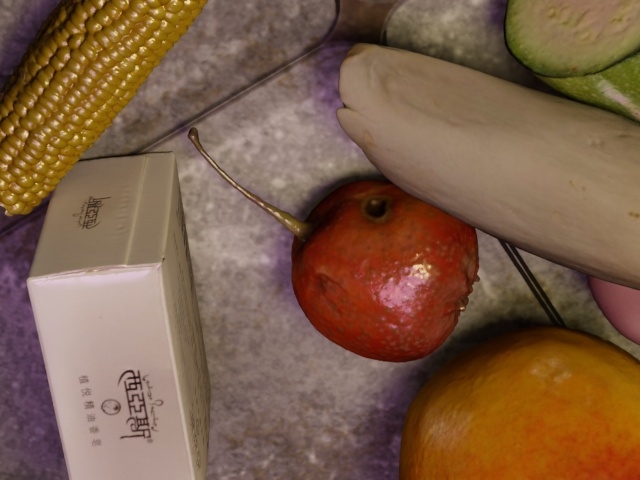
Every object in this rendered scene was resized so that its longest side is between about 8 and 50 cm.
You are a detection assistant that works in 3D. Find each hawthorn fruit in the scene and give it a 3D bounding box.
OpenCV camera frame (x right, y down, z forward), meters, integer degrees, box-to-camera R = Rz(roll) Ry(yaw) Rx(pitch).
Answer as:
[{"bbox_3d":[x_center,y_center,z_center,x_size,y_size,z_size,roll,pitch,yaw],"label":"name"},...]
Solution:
[{"bbox_3d":[0.000,0.000,1.492,0.285,0.165,0.165,23,117,-4],"label":"hawthorn fruit"}]

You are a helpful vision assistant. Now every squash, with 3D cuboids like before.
[{"bbox_3d":[0.250,-0.174,1.395,0.170,0.170,0.123,-36,129,17],"label":"squash"}]

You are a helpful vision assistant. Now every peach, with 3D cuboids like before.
[{"bbox_3d":[0.210,0.217,1.527,0.289,0.308,0.289,0,102,0],"label":"peach"}]

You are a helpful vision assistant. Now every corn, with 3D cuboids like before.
[{"bbox_3d":[-0.190,-0.154,1.414,0.101,0.101,0.310,33,116,-19],"label":"corn"}]

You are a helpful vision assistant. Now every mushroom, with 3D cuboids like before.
[{"bbox_3d":[0.206,-0.045,1.377,0.137,0.407,0.154,-57,156,-13],"label":"mushroom"}]

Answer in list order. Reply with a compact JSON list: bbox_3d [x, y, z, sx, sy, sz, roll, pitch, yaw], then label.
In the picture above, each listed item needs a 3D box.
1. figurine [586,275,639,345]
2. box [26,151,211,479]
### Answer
[{"bbox_3d":[0.318,0.019,1.495,0.173,0.173,0.173,-1,120,-2],"label":"figurine"},{"bbox_3d":[-0.168,0.091,1.493,0.116,0.203,0.274,-5,120,2],"label":"box"}]
